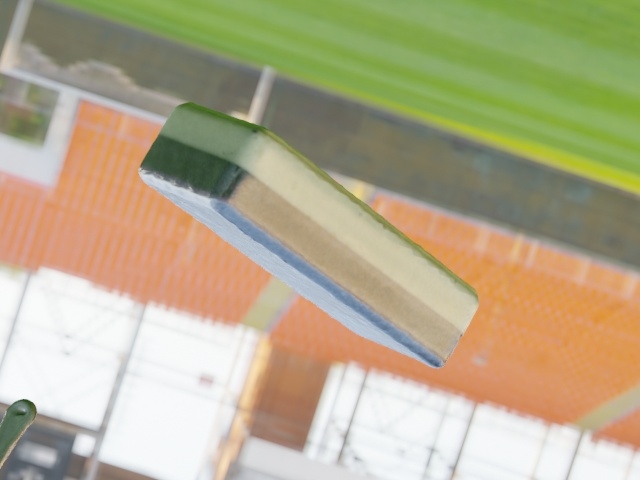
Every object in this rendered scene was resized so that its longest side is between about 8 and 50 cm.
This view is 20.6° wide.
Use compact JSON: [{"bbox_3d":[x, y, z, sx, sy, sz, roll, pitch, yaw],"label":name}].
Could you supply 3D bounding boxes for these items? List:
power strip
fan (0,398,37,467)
[{"bbox_3d":[0.000,0.000,1.188,0.256,0.070,0.105,38,170,-39],"label":"power strip"},{"bbox_3d":[-0.198,0.174,0.883,0.132,0.220,0.009,16,155,26],"label":"fan"}]
